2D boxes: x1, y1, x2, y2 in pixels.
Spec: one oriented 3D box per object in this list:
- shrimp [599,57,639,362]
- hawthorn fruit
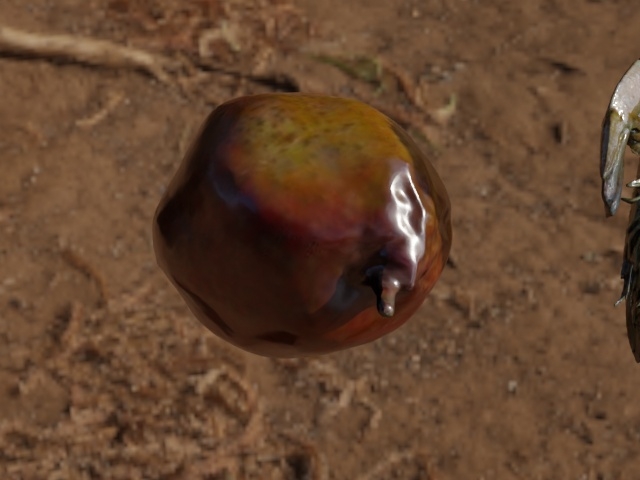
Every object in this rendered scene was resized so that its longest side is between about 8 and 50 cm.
[{"bbox_3d":[0.290,-0.022,1.238,0.058,0.296,0.169,10,12,40],"label":"shrimp"},{"bbox_3d":[0.000,0.000,0.976,0.208,0.208,0.248,-17,28,-26],"label":"hawthorn fruit"}]
